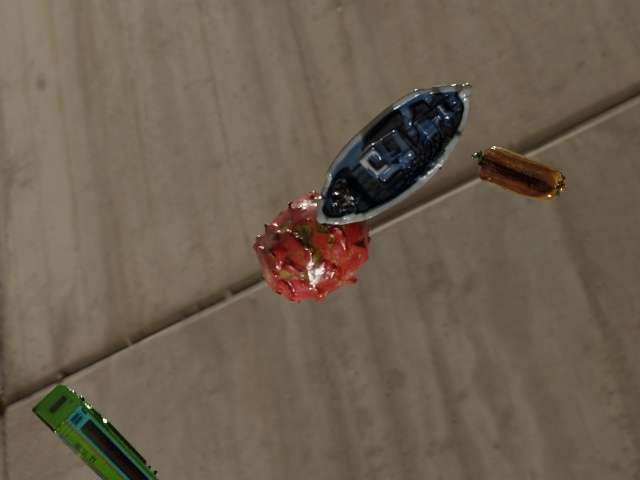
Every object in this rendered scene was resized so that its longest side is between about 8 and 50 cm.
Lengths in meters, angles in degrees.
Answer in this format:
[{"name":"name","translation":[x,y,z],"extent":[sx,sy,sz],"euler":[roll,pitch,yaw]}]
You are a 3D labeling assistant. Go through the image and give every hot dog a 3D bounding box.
[{"name":"hot dog","translation":[0.363,-0.121,1.904],"extent":[0.188,0.072,0.055],"euler":[26,-166,36]}]

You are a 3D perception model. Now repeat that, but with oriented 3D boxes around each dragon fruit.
[{"name":"dragon fruit","translation":[0.000,0.000,1.988],"extent":[0.210,0.268,0.205],"euler":[41,173,-11]}]

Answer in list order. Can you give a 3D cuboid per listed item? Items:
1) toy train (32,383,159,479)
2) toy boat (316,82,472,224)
[{"name":"toy train","translation":[-0.195,0.211,0.995],"extent":[0.044,0.042,0.209],"euler":[29,158,42]},{"name":"toy boat","translation":[0.112,-0.131,1.588],"extent":[0.129,0.309,0.142],"euler":[49,-174,6]}]
